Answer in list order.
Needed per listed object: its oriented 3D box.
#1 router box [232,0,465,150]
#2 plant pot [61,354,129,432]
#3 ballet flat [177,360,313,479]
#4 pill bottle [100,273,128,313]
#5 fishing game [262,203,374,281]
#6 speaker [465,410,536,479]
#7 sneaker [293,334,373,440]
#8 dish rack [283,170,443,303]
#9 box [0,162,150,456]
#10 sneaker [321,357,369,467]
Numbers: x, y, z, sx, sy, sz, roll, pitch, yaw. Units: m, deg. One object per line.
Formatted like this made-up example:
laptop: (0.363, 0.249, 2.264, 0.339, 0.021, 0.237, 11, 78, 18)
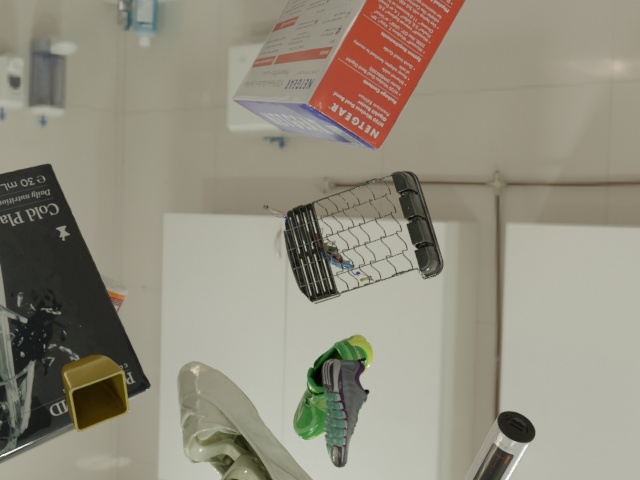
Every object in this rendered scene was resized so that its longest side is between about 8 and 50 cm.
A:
router box: (0.044, -0.255, 0.819, 0.082, 0.301, 0.335, 30, -179, -21)
plant pot: (-0.338, 0.214, 1.140, 0.081, 0.081, 0.083, -17, -145, -30)
ballet flat: (-0.136, 0.347, 1.244, 0.400, 0.139, 0.139, 42, -157, 26)
pill bottle: (-0.579, 0.197, 1.930, 0.121, 0.221, 0.121, 25, 179, 1)
fishing game: (0.000, 0.000, 1.625, 0.264, 0.041, 0.189, 37, -174, 14)
speaker: (0.244, 0.296, 1.058, 0.055, 0.136, 0.055, 10, -143, -8)
sneaker: (0.003, 0.329, 1.760, 0.123, 0.296, 0.109, 7, -149, -44)
dish rack: (0.071, -0.002, 1.438, 0.271, 0.208, 0.074, -19, 167, 16)
box: (-0.645, 0.172, 1.383, 0.479, 0.472, 0.297, -21, 172, -38)
sneaker: (0.062, 0.354, 1.597, 0.098, 0.224, 0.083, -3, -177, -21)
